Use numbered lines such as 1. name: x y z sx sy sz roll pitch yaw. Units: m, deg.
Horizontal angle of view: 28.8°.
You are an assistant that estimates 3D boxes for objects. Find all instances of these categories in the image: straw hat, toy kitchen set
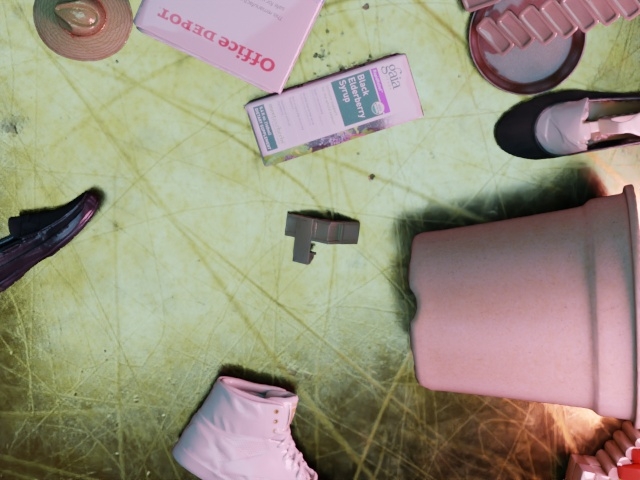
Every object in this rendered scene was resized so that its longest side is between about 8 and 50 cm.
1. straw hat: -0.339 -0.319 1.759 0.144 0.061 0.144 0 101 -1
2. toy kitchen set: 0.000 0.000 1.835 0.083 0.075 0.068 13 98 37

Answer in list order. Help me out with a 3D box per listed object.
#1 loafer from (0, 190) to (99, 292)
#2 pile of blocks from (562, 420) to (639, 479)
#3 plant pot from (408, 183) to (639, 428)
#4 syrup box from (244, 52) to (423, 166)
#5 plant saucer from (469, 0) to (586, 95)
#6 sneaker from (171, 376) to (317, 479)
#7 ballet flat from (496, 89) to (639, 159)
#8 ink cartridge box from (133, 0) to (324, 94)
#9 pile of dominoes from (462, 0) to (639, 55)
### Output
1. loafer: -0.419 -0.006 1.803 0.223 0.076 0.078 -35 106 9
2. pile of blocks: 0.518 0.312 1.856 0.362 0.112 0.149 -42 98 6
3. plant pot: 0.284 0.095 1.735 0.305 0.334 0.334 -2 100 11
4. syrup box: 0.020 -0.187 1.770 0.237 0.096 0.093 -17 99 3
5. plant saucer: 0.295 -0.293 1.790 0.168 0.029 0.168 0 99 -2
6. sneaker: -0.055 0.316 1.850 0.292 0.108 0.169 29 101 -4
7. ballet flat: 0.394 -0.170 1.778 0.280 0.096 0.095 -9 100 1
8. ink cartridge box: -0.092 -0.388 1.698 0.226 0.131 0.306 25 104 -10
9. pile of dominoes: 0.304 -0.368 1.700 0.251 0.040 0.196 -13 107 37
